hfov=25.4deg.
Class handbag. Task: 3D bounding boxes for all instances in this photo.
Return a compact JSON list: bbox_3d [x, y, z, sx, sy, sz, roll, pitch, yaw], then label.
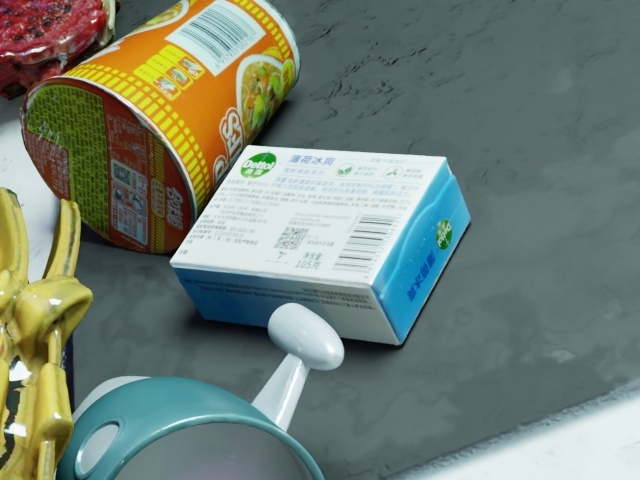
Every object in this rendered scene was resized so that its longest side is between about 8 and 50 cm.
[{"bbox_3d":[-0.235,0.172,0.900,0.283,0.133,0.401,-55,23,32],"label":"handbag"}]

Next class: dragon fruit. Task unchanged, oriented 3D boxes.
[{"bbox_3d":[-0.319,-0.211,1.505,0.317,0.152,0.205,-27,54,-22],"label":"dragon fruit"}]

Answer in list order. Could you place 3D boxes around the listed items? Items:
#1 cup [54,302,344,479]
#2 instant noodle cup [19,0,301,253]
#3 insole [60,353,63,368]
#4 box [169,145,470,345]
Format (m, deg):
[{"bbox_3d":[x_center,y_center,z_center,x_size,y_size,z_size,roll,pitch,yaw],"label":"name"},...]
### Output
[{"bbox_3d":[-0.100,0.163,0.929,0.299,0.167,0.173,-50,28,-6],"label":"cup"},{"bbox_3d":[-0.129,-0.125,1.269,0.193,0.193,0.212,8,43,36],"label":"instant noodle cup"},{"bbox_3d":[-0.238,0.089,1.214,0.045,0.002,0.135,-17,39,12],"label":"insole"},{"bbox_3d":[-0.001,0.000,1.120,0.194,0.073,0.139,5,49,35],"label":"box"}]
